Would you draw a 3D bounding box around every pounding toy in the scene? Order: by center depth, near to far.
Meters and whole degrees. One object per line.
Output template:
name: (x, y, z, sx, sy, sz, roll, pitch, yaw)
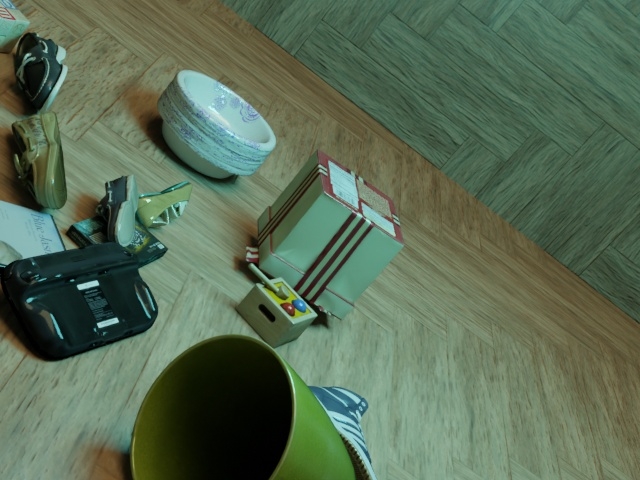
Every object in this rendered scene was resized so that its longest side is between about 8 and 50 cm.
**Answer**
pounding toy: (-0.091, 0.121, 2.118, 0.141, 0.100, 0.130, 46, 21, 14)

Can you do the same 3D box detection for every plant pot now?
plant pot: (-0.078, 0.317, 1.575, 0.293, 0.275, 0.275, 41, 13, -48)

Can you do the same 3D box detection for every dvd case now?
dvd case: (-0.522, -0.007, 1.753, 0.253, 0.022, 0.180, 19, 30, -45)

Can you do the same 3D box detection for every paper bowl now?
paper bowl: (-0.257, -0.258, 2.535, 0.284, 0.148, 0.284, 33, 22, -16)

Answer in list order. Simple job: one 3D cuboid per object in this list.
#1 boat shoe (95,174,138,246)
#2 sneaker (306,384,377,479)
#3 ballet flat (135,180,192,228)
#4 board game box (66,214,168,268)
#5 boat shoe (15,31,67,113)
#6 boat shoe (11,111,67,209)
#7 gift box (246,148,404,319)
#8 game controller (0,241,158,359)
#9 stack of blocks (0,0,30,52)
boat shoe: (-0.378, -0.051, 1.990, 0.065, 0.075, 0.206, -6, 34, 2)
sneaker: (0.049, 0.357, 1.885, 0.153, 0.099, 0.282, 9, 34, -51)
ballet flat: (-0.319, -0.067, 2.179, 0.232, 0.080, 0.073, -28, 98, -65)
board game box: (-0.371, 0.002, 1.987, 0.126, 0.026, 0.186, 42, 21, 6)
boat shoe: (-0.586, -0.349, 2.226, 0.091, 0.114, 0.302, 31, 11, -26)
boat shoe: (-0.512, -0.141, 1.960, 0.089, 0.104, 0.285, -8, 32, -11)
gift box: (0.000, 0.000, 2.296, 0.255, 0.258, 0.276, 34, 22, -14)
game controller: (-0.377, 0.091, 1.734, 0.319, 0.067, 0.166, -15, 83, -64)
stack of blocks: (-0.765, -0.483, 2.208, 0.171, 0.087, 0.297, 46, 22, 16)
